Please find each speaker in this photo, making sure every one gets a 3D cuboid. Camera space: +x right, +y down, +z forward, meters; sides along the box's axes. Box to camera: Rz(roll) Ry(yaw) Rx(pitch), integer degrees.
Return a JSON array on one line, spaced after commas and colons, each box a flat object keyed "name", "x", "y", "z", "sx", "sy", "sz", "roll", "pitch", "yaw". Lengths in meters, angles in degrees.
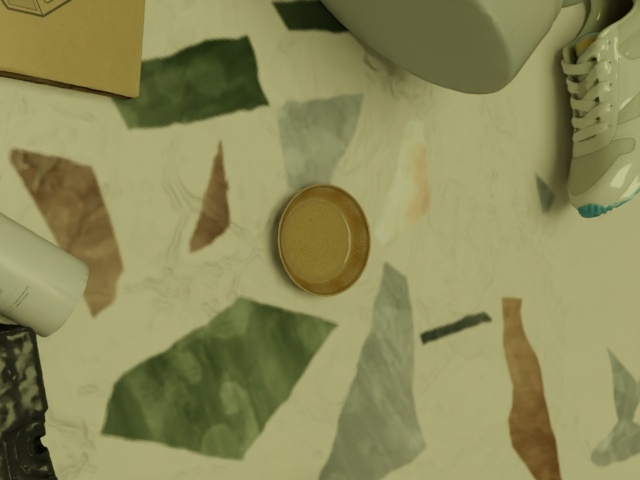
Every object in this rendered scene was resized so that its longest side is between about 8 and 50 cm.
[{"name": "speaker", "x": -0.207, "y": 0.005, "z": 0.677, "sx": 0.136, "sy": 0.055, "sz": 0.055, "roll": 34, "pitch": 70, "yaw": -28}]

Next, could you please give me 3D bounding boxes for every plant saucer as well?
[{"name": "plant saucer", "x": 0.000, "y": 0.000, "z": 0.843, "sx": 0.083, "sy": 0.015, "sz": 0.083, "roll": 2, "pitch": 87, "yaw": -35}]

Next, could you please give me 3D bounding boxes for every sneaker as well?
[{"name": "sneaker", "x": 0.247, "y": -0.126, "z": 0.982, "sx": 0.092, "sy": 0.087, "sz": 0.229, "roll": 29, "pitch": 65, "yaw": -23}]

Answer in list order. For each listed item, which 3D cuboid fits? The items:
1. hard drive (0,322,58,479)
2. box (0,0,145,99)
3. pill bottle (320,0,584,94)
[{"name": "hard drive", "x": -0.301, "y": 0.191, "z": 0.602, "sx": 0.339, "sy": 0.064, "sz": 0.237, "roll": -12, "pitch": 95, "yaw": -35}, {"name": "box", "x": -0.184, "y": -0.202, "z": 0.721, "sx": 0.164, "sy": 0.021, "sz": 0.201, "roll": 7, "pitch": 84, "yaw": -34}, {"name": "pill bottle", "x": 0.163, "y": -0.314, "z": 0.825, "sx": 0.224, "sy": 0.224, "sz": 0.392, "roll": 42, "pitch": 76, "yaw": -26}]
